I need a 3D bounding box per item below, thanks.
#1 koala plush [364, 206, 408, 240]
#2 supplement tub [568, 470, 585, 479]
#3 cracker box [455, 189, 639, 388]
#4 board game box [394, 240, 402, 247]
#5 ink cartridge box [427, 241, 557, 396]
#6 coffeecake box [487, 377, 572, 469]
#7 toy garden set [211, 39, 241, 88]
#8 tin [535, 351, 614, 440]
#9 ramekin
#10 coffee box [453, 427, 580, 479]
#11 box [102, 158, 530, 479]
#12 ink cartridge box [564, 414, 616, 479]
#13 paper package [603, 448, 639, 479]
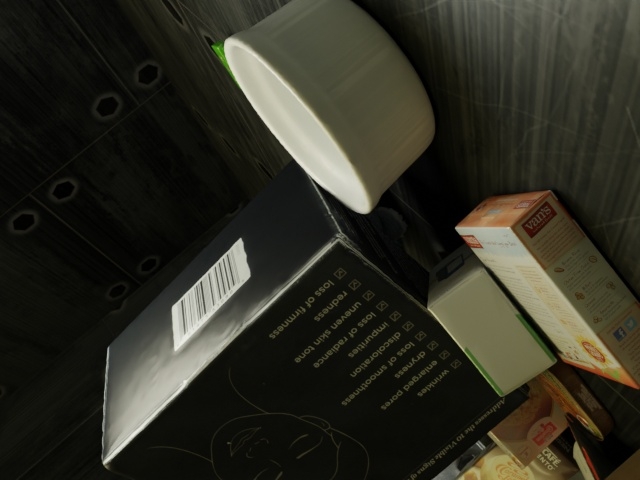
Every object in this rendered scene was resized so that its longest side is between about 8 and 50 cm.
[{"bbox_3d":[0.039,-0.046,1.282,0.221,0.196,0.203,54,163,-4],"label":"koala plush"},{"bbox_3d":[0.597,0.666,1.447,0.316,0.228,0.228,51,173,-16],"label":"supplement tub"},{"bbox_3d":[0.275,0.051,0.793,0.232,0.067,0.156,49,174,-8],"label":"cracker box"},{"bbox_3d":[0.000,0.000,1.401,0.213,0.317,0.046,43,127,19],"label":"board game box"},{"bbox_3d":[0.231,0.098,0.961,0.154,0.093,0.212,50,-165,-3],"label":"ink cartridge box"},{"bbox_3d":[0.373,0.321,1.330,0.185,0.142,0.068,46,173,23],"label":"coffeecake box"},{"bbox_3d":[-0.104,-0.302,1.349,0.203,0.049,0.244,55,170,-30],"label":"toy garden set"},{"bbox_3d":[0.415,0.253,1.147,0.189,0.040,0.106,50,177,-9],"label":"tin"},{"bbox_3d":[0.017,-0.179,0.873,0.277,0.135,0.277,48,174,7],"label":"ramekin"},{"bbox_3d":[0.417,0.474,1.443,0.141,0.246,0.098,46,-149,18],"label":"coffee box"},{"bbox_3d":[-0.015,0.214,1.129,0.472,0.480,0.297,40,-168,-29],"label":"box"},{"bbox_3d":[0.488,0.437,1.202,0.232,0.066,0.189,38,-155,-31],"label":"ink cartridge box"},{"bbox_3d":[0.442,0.451,0.860,0.168,0.325,0.309,51,174,-14],"label":"paper package"}]
